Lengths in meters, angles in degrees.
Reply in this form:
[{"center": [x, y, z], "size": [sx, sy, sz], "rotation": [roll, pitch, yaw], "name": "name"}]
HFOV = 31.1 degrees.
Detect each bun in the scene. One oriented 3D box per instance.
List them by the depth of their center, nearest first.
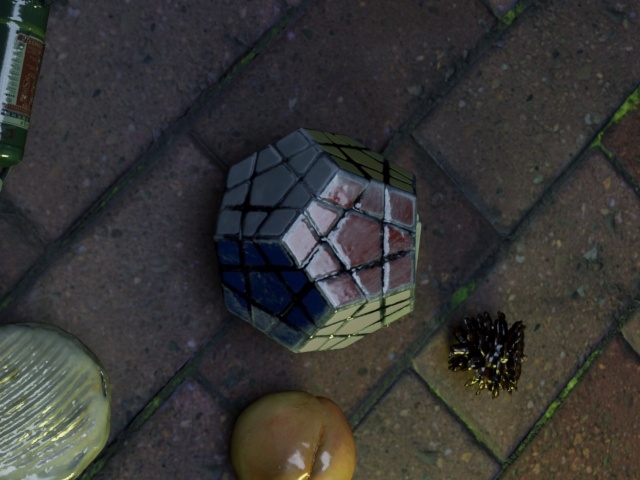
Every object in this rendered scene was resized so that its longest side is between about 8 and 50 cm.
[{"center": [-0.390, 0.222, 1.497], "size": [0.239, 0.141, 0.239], "rotation": [3, 83, -25], "name": "bun"}]

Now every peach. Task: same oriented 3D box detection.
[{"center": [-0.036, 0.300, 1.620], "size": [0.184, 0.184, 0.184], "rotation": [0, 89, -22], "name": "peach"}]

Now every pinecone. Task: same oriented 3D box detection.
[{"center": [0.257, 0.173, 1.768], "size": [0.121, 0.140, 0.140], "rotation": [11, 84, 11], "name": "pinecone"}]

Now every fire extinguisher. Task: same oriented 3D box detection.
[{"center": [-0.423, -0.176, 1.515], "size": [0.093, 0.118, 0.294], "rotation": [8, 86, 14], "name": "fire extinguisher"}]

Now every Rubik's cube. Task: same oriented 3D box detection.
[{"center": [0.000, 0.001, 1.587], "size": [0.319, 0.319, 0.264], "rotation": [57, 45, -12], "name": "Rubik's cube"}]

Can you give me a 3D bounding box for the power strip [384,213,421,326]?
[{"center": [0.111, 0.044, 1.733], "size": [0.042, 0.075, 0.175], "rotation": [8, 86, -23], "name": "power strip"}]
